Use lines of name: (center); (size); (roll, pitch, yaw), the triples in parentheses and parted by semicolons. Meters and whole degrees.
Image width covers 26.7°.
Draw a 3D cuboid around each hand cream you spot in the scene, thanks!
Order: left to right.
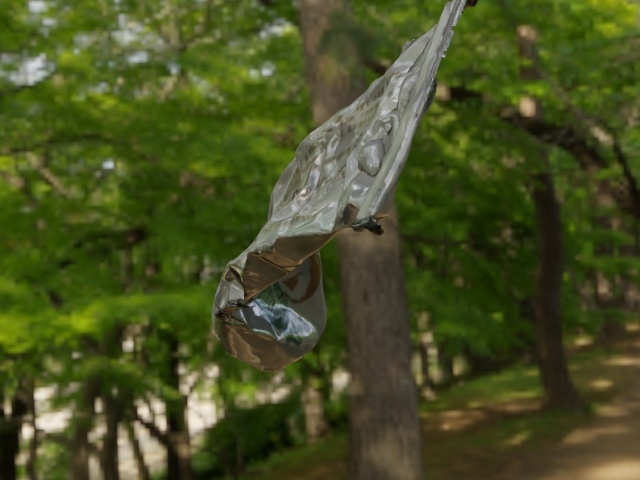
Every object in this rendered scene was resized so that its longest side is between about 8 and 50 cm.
hand cream: (-0.003, -0.002, 0.511); (0.050, 0.084, 0.257); (27, -23, -1)
